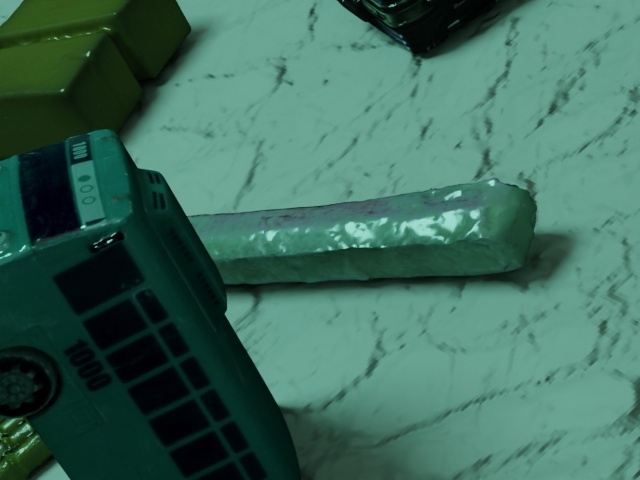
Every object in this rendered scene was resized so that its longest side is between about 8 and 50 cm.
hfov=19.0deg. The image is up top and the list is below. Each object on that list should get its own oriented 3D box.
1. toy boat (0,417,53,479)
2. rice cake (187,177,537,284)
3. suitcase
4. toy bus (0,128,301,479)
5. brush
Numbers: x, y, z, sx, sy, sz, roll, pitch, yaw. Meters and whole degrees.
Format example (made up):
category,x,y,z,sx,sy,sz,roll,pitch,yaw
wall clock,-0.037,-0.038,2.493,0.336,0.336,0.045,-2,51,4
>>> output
category,x,y,z,sx,sy,sz,roll,pitch,yaw
toy boat,-0.154,0.096,0.825,0.115,0.016,0.063,-38,33,-10
rice cake,-0.001,0.000,0.815,0.208,0.033,0.033,-4,51,36
suitcase,0.043,-0.148,0.952,0.086,0.059,0.126,-37,33,-6
toy bus,-0.074,0.039,0.705,0.092,0.160,0.079,-27,33,3
brush,-0.190,-0.090,1.076,0.233,0.047,0.103,-4,42,37
